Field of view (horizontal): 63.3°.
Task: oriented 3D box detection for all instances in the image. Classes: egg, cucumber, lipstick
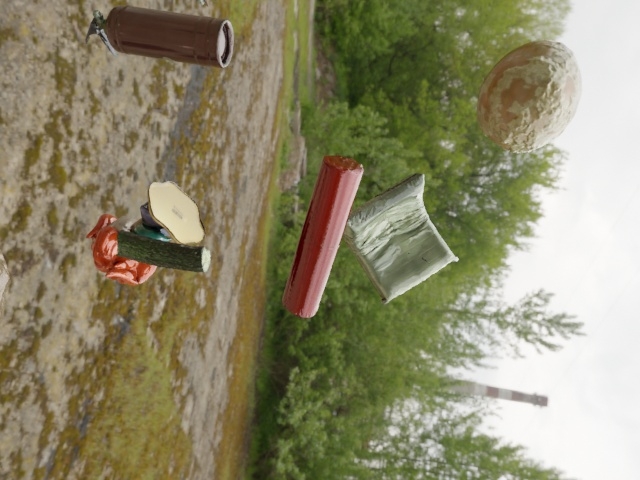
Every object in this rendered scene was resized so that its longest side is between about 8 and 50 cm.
[{"bbox_3d":[0.436,-0.303,1.086,0.245,0.204,0.203,-61,177,-2],"label":"egg"},{"bbox_3d":[-0.299,0.025,0.982,0.058,0.187,0.058,11,90,-77],"label":"cucumber"},{"bbox_3d":[-0.001,-0.001,0.854,0.073,0.073,0.279,-76,-176,-64],"label":"lipstick"}]

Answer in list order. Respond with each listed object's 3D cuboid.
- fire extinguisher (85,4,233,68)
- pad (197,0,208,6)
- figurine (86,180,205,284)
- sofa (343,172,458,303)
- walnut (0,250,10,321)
[{"bbox_3d":[-0.367,-0.439,1.135,0.138,0.345,0.101,86,16,-64],"label":"fire extinguisher"},{"bbox_3d":[-0.175,-0.323,0.519,0.006,0.113,0.188,-44,171,-5],"label":"pad"},{"bbox_3d":[-0.416,-0.003,1.166,0.181,0.257,0.208,10,55,-61],"label":"figurine"},{"bbox_3d":[0.173,-0.001,1.136,0.225,0.210,0.176,60,-6,1],"label":"sofa"},{"bbox_3d":[-0.779,0.102,1.071,0.273,0.227,0.273,-40,156,-22],"label":"walnut"}]
